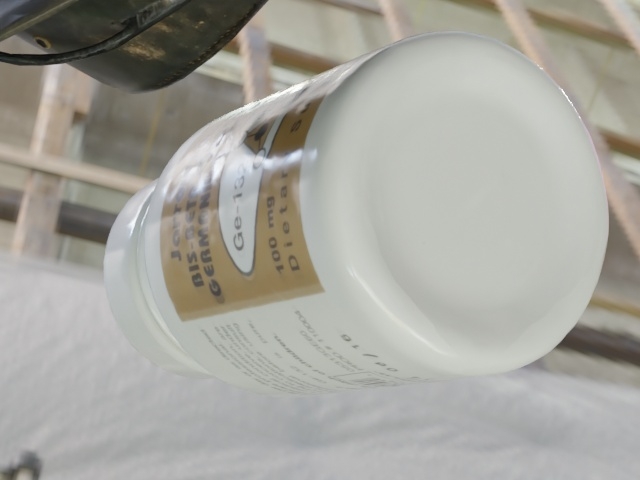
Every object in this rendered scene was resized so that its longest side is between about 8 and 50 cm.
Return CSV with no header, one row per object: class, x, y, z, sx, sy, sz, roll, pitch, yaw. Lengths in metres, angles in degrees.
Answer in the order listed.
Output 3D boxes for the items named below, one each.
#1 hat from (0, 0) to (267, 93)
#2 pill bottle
hat,-0.080,-0.151,0.671,0.134,0.331,0.331,40,-171,-36
pill bottle,0.000,0.000,0.680,0.131,0.131,0.229,2,171,-31
